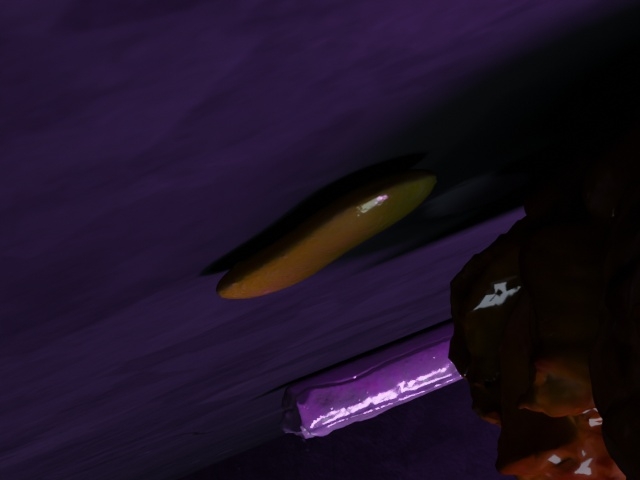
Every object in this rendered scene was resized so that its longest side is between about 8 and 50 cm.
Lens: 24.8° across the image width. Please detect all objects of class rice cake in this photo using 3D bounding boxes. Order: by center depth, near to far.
[{"bbox_3d":[0.092,0.093,1.155,0.270,0.049,0.055,-20,-166,-14],"label":"rice cake"}]

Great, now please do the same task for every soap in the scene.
[{"bbox_3d":[0.000,0.000,0.397,0.034,0.012,0.089,-17,171,-35],"label":"soap"}]

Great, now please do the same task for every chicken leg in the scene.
[{"bbox_3d":[0.183,-0.004,0.503,0.295,0.182,0.409,-17,-166,46],"label":"chicken leg"}]
